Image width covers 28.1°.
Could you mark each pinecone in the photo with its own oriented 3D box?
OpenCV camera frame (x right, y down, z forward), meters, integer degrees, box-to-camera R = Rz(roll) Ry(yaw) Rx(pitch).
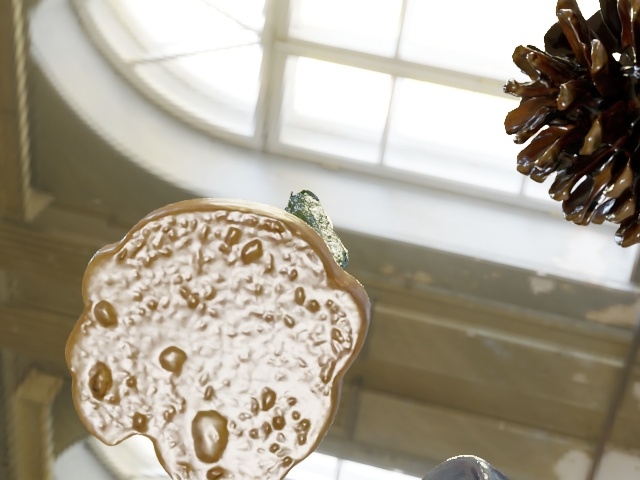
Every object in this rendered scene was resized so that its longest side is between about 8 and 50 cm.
[{"bbox_3d":[0.283,-0.117,1.123,0.264,0.264,0.264,13,-90,-82],"label":"pinecone"}]

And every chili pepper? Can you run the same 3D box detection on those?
[{"bbox_3d":[0.000,0.000,1.800,0.227,0.059,0.088,-122,10,-67],"label":"chili pepper"}]

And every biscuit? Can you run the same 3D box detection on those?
[{"bbox_3d":[-0.120,0.121,1.379,0.057,0.312,0.351,-47,-25,-73],"label":"biscuit"}]

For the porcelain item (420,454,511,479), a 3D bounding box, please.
[{"bbox_3d":[0.154,0.304,1.286,0.147,0.114,0.147,-43,20,20],"label":"porcelain item"}]
